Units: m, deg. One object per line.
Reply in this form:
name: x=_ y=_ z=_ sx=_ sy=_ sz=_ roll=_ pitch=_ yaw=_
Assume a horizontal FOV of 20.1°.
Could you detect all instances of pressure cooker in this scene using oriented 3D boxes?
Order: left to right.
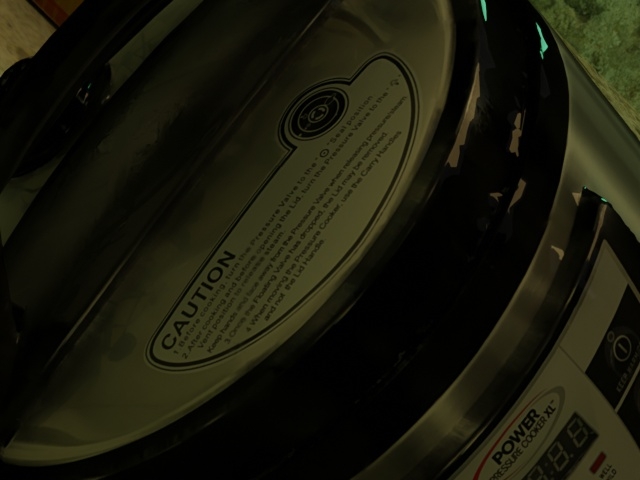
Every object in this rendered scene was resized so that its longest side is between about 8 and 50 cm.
pressure cooker: x=-0.001 y=0.045 z=0.907 sx=0.420 sy=0.375 sz=0.370 roll=46 pitch=33 yaw=-35

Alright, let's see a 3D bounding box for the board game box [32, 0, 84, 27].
board game box: x=-0.146 y=-0.416 z=1.560 sx=0.356 sy=0.356 sz=0.356 roll=45 pitch=19 yaw=-16
